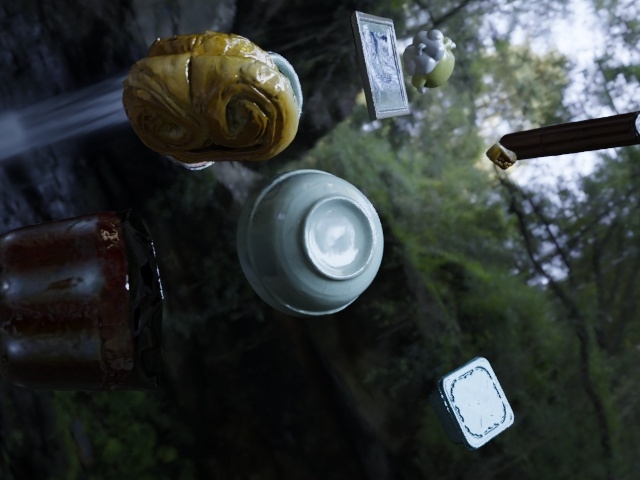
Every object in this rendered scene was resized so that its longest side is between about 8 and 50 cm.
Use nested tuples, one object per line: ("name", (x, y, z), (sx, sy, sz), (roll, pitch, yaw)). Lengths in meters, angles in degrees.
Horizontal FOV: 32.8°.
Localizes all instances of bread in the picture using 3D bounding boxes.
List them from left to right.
("bread", (-0.146, -0.186, 1.473), (0.198, 0.236, 0.120), (77, 17, -60))

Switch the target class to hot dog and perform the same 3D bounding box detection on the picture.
("hot dog", (0.301, -0.133, 1.780), (0.034, 0.030, 0.090), (52, 17, 25))

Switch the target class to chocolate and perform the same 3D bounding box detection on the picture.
("chocolate", (-0.499, 0.124, 2.058), (0.383, 0.331, 0.384), (175, -90, -66))

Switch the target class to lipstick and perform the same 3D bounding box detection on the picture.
("lipstick", (0.427, -0.174, 1.842), (0.356, 0.057, 0.057), (-1, -67, 65))

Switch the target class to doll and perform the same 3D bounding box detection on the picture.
("doll", (0.189, -0.311, 1.875), (0.062, 0.106, 0.162), (35, 5, 17))

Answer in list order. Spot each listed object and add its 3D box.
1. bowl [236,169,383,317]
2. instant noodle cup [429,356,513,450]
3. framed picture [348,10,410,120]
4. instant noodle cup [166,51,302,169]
("bowl", (0.000, 0.000, 2.175), (0.163, 0.307, 0.307), (-10, -76, 59))
("instant noodle cup", (0.298, 0.335, 2.200), (0.070, 0.179, 0.157), (-32, -98, 42))
("framed picture", (0.135, -0.386, 2.413), (0.315, 0.024, 0.232), (-26, 105, -70))
("instant noodle cup", (-0.146, -0.221, 1.765), (0.212, 0.193, 0.193), (-6, -70, 42))
